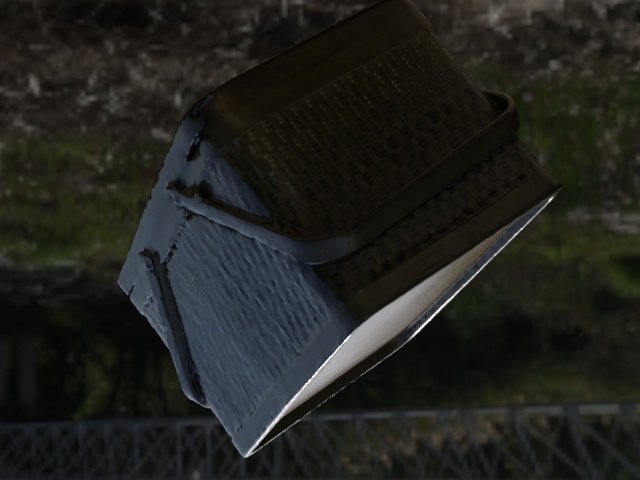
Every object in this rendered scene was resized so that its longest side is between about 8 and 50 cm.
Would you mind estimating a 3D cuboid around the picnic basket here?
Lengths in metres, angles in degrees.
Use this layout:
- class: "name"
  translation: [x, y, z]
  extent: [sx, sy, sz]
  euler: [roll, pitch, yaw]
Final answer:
- class: "picnic basket"
  translation: [0.000, 0.000, 0.781]
  extent: [0.165, 0.139, 0.267]
  euler: [-32, 168, -29]
